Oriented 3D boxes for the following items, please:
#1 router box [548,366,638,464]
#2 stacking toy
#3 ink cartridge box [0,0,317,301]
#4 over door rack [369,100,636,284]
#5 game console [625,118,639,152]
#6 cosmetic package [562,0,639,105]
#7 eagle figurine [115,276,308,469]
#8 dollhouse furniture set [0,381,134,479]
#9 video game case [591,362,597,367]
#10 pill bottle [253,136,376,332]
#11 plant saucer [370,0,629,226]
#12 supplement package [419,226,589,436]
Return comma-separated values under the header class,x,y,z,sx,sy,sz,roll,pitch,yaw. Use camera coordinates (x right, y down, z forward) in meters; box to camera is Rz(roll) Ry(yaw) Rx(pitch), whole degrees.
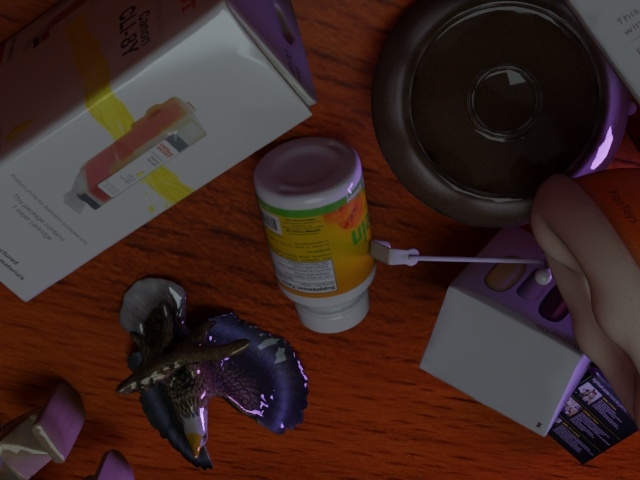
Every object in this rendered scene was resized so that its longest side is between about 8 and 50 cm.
class,x,y,z,sx,sy,sz,roll,pitch,yaw
router box,0.428,0.276,1.839,0.133,0.046,0.179,-36,126,17
stacking toy,0.507,-0.002,1.243,0.480,0.350,0.350,-26,128,3
ink cartridge box,-0.218,-0.157,1.227,0.385,0.279,0.160,-32,126,14
over door rack,0.237,-0.072,1.430,0.324,0.108,0.239,4,99,-14
game console,0.462,-0.086,1.494,0.085,0.144,0.124,-17,130,4
cosmetic package,0.324,-0.383,1.070,0.329,0.393,0.327,-36,125,18
eagle figurine,-0.172,0.205,1.613,0.226,0.225,0.298,21,170,22
dollhouse furniture set,-0.437,0.433,1.742,0.362,0.256,0.394,-29,106,12
video game case,0.532,0.181,1.645,0.275,0.248,0.035,5,88,2
pill bottle,0.000,0.000,1.482,0.136,0.136,0.245,-12,129,-1
plant saucer,0.215,-0.166,1.350,0.311,0.050,0.310,0,98,1
supplement package,0.275,0.113,1.533,0.194,0.203,0.149,28,127,17
